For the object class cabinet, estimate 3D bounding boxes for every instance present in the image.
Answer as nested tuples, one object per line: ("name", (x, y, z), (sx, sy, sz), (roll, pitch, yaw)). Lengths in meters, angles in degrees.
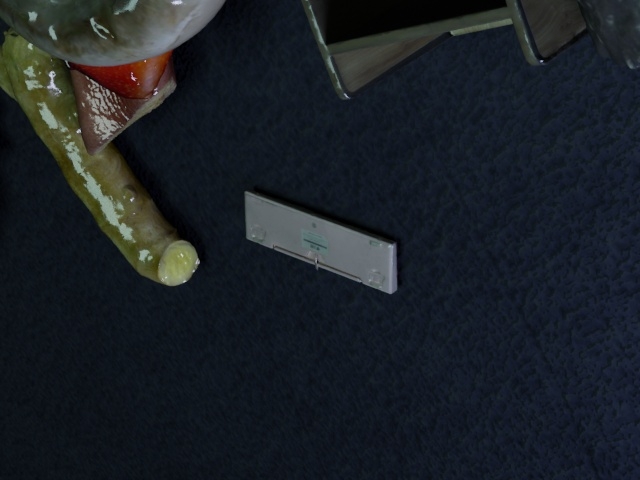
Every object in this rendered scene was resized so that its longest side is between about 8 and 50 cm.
("cabinet", (0.074, -0.222, 0.911), (0.175, 0.148, 0.215), (-5, 113, 45))

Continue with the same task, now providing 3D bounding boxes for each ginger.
("ginger", (-0.221, -0.079, 1.358), (0.298, 0.065, 0.118), (57, 153, -2))

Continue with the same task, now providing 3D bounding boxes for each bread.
("bread", (-0.177, -0.164, 1.248), (0.119, 0.067, 0.192), (11, 117, 30))

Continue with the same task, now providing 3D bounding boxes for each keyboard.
("keyboard", (0.000, 0.000, 1.243), (0.166, 0.017, 0.055), (21, 126, 33))

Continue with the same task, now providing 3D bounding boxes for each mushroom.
("mushroom", (-0.156, -0.224, 0.939), (0.226, 0.178, 0.226), (11, 118, 22))

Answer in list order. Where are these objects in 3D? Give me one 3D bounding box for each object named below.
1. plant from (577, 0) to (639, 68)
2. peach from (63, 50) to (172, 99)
("plant", (0.197, -0.209, 0.815), (0.142, 0.131, 0.203), (12, 135, 35))
("peach", (-0.165, -0.253, 1.110), (0.154, 0.159, 0.267), (-28, 96, 26))
